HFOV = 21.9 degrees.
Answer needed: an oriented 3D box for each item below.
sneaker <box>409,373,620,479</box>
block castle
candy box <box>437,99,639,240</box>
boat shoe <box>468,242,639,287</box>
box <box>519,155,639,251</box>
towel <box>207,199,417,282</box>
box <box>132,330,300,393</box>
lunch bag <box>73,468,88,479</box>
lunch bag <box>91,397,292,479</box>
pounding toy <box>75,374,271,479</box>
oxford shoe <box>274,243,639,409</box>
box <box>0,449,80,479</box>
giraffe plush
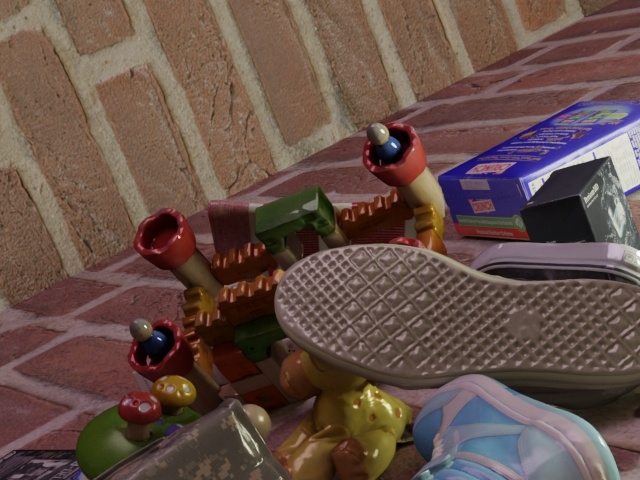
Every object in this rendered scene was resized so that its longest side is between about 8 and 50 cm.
[{"bbox_3d":[0.128,0.236,1.649,0.208,0.127,0.319,-26,12,-22],"label":"sneaker"},{"bbox_3d":[-0.047,0.038,2.289,0.453,0.213,0.303,-19,46,19],"label":"block castle"},{"bbox_3d":[0.394,-0.118,2.698,0.317,0.122,0.268,-26,14,-21],"label":"candy box"},{"bbox_3d":[0.274,0.076,2.073,0.335,0.121,0.119,-14,46,60],"label":"boat shoe"},{"bbox_3d":[0.354,-0.008,2.214,0.093,0.158,0.156,-15,15,31],"label":"box"},{"bbox_3d":[0.000,0.000,2.525,0.329,0.037,0.237,0,-27,1],"label":"towel"},{"bbox_3d":[-0.104,0.153,2.580,0.322,0.058,0.232,-13,15,33],"label":"box"},{"bbox_3d":[-0.238,0.309,2.052,0.129,0.096,0.151,-17,4,20],"label":"lunch bag"},{"bbox_3d":[-0.182,0.314,1.749,0.235,0.169,0.287,-33,-5,-32],"label":"lunch bag"},{"bbox_3d":[-0.171,0.221,1.979,0.237,0.110,0.183,5,25,-7],"label":"pounding toy"},{"bbox_3d":[0.169,0.105,1.857,0.449,0.169,0.130,6,-22,11],"label":"oxford shoe"},{"bbox_3d":[-0.437,0.377,2.152,0.242,0.076,0.307,-8,19,48],"label":"box"},{"bbox_3d":[0.020,0.185,1.947,0.210,0.170,0.181,-23,12,-3],"label":"giraffe plush"}]
